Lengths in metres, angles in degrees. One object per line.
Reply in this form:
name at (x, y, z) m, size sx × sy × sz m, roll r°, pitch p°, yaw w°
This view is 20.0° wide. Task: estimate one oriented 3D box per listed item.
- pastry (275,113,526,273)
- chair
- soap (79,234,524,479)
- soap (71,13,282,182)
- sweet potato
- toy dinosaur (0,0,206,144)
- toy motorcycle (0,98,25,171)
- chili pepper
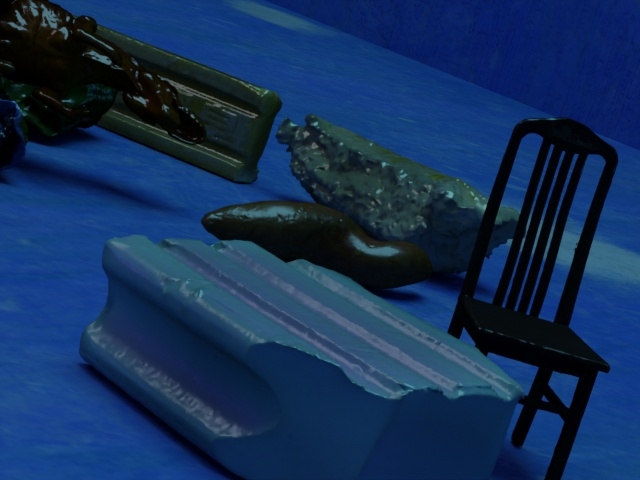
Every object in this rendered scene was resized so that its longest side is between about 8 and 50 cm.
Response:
pastry at (0.072, -0.037, 1.640) m, size 0.121 × 0.089 × 0.258 m, roll 12°, pitch 14°, yaw -41°
chair at (0.132, 0.035, 1.111) m, size 0.084 × 0.212 × 0.101 m, roll 16°, pitch 12°, yaw -10°
soap at (-0.013, 0.077, 1.014) m, size 0.145 × 0.091 × 0.230 m, roll 3°, pitch 20°, yaw -42°
soap at (-0.160, -0.140, 1.757) m, size 0.252 × 0.092 × 0.037 m, roll 23°, pitch 11°, yaw 22°
sweet potato at (0.001, 0.000, 1.456) m, size 0.202 × 0.058 × 0.055 m, roll 14°, pitch -8°, yaw -15°
toy dinosaur at (-0.291, -0.183, 1.453) m, size 0.432 × 0.097 × 0.208 m, roll 25°, pitch -1°, yaw 4°
toy motorcycle at (-0.291, -0.085, 1.390) m, size 0.114 × 0.076 × 0.205 m, roll 27°, pitch 14°, yaw 6°
chili pepper at (-0.267, -0.133, 1.610) m, size 0.099 × 0.083 × 0.253 m, roll 30°, pitch 18°, yaw 12°
